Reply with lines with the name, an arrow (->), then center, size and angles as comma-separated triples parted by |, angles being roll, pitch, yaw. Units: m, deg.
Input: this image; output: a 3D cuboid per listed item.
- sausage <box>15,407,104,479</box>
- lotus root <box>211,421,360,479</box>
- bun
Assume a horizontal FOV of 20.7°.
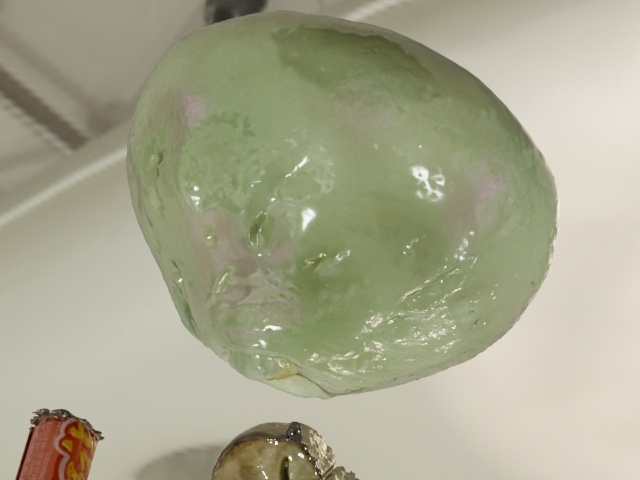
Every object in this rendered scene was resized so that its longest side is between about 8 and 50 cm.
sausage -> -0.169, 0.172, 1.039 | 0.048, 0.145, 0.050 | 12, 145, 1
lotus root -> -0.016, 0.286, 1.551 | 0.170, 0.074, 0.260 | -23, 94, 8
bun -> 0.000, 0.000, 1.064 | 0.283, 0.179, 0.283 | 16, 147, 11
